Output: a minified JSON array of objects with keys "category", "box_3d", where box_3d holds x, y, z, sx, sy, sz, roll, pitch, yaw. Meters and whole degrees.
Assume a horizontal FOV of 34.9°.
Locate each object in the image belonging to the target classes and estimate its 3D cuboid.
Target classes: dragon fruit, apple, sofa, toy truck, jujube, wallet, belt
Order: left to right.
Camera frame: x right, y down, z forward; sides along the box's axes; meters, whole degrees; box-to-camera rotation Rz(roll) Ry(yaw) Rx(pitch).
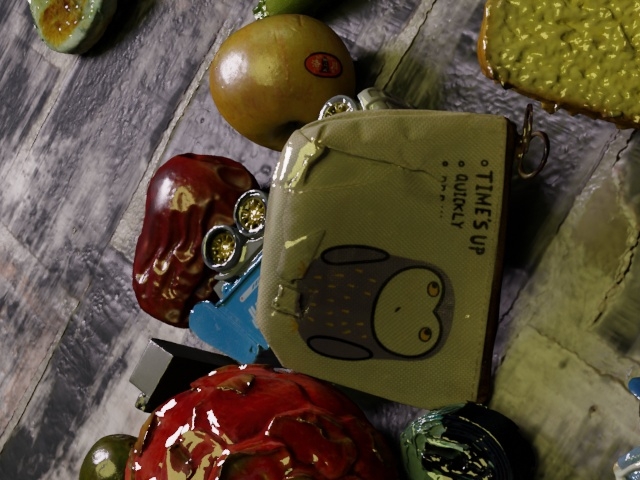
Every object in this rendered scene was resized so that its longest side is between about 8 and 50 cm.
[{"category":"sofa","box_3d":[-0.172,0.177,1.280,0.060,0.147,0.085,30,95,39]},{"category":"jujube","box_3d":[-0.168,-0.002,1.336,0.155,0.155,0.230,29,100,42]},{"category":"dragon fruit","box_3d":[-0.063,0.266,1.078,0.342,0.277,0.277,16,86,67]},{"category":"apple","box_3d":[-0.044,-0.194,1.279,0.182,0.182,0.155,-28,68,31]},{"category":"toy truck","box_3d":[0.000,0.000,1.200,0.367,0.146,0.175,-48,59,22]},{"category":"wallet","box_3d":[0.077,0.012,1.053,0.275,0.068,0.335,7,101,4]},{"category":"belt","box_3d":[0.147,0.221,1.036,0.140,0.058,0.105,9,102,35]}]

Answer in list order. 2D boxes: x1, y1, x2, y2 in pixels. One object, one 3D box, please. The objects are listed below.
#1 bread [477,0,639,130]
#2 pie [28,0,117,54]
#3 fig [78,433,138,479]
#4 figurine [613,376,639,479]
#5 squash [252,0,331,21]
[{"category":"bread","box_3d":[0.303,-0.190,0.957,0.340,0.179,0.194,16,94,0]},{"category":"pie","box_3d":[-0.422,-0.459,1.697,0.302,0.067,0.302,11,105,47]},{"category":"fig","box_3d":[-0.269,0.338,1.352,0.117,0.117,0.177,47,129,39]},{"category":"figurine","box_3d":[0.311,0.187,0.921,0.086,0.087,0.149,18,88,5]},{"category":"squash","box_3d":[0.017,-0.367,1.344,0.331,0.087,0.087,-32,58,31]}]
